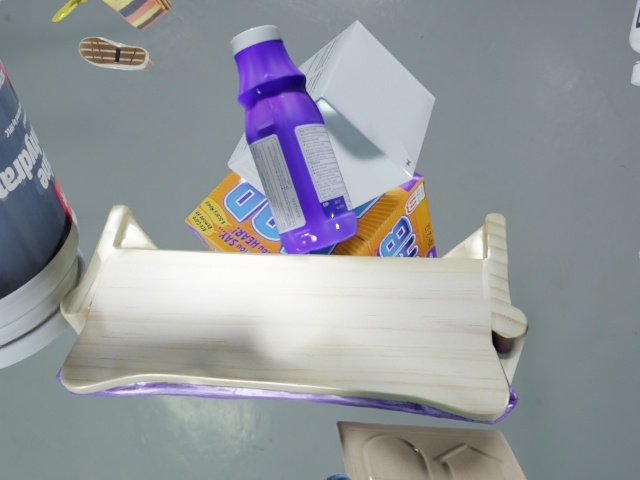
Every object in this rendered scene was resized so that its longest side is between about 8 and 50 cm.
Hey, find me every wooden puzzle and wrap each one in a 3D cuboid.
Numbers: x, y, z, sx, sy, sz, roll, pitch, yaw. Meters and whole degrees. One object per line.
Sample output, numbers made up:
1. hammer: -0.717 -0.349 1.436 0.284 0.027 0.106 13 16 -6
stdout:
1. wooden puzzle: 0.199 0.431 1.035 0.322 0.348 0.081 7 111 -11

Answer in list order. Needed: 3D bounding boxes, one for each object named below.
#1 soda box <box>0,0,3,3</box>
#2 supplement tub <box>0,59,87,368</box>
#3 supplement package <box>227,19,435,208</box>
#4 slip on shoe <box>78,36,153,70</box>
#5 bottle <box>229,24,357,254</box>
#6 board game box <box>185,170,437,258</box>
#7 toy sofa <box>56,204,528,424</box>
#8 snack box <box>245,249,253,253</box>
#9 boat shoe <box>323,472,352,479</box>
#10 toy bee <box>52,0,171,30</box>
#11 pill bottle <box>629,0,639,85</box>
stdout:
1. soda box: -0.114 -0.141 0.195 0.098 0.286 0.091 -48 118 -14
2. supplement tub: -0.323 -0.037 0.529 0.191 0.191 0.272 -5 131 5
3. supplement package: 0.019 -0.184 1.077 0.199 0.198 0.262 38 142 -23
4. slip on shoe: -0.364 -0.330 1.129 0.135 0.041 0.051 9 89 10
5. bottle: -0.039 -0.125 0.800 0.092 0.118 0.283 -18 93 22
6. board game box: 0.000 0.000 1.402 0.356 0.356 0.356 34 75 29
7. toy sofa: -0.020 0.084 0.543 0.362 0.177 0.150 1 144 8
8. snack box: -0.105 0.140 1.020 0.174 0.070 0.207 -48 139 -7
9. boat shoe: 0.013 0.333 0.636 0.066 0.066 0.183 28 69 -36
10. toy bee: -0.306 -0.361 0.828 0.195 0.298 0.162 -44 54 30
11. pill bottle: 0.411 -0.263 0.722 0.094 0.094 0.169 9 100 2
